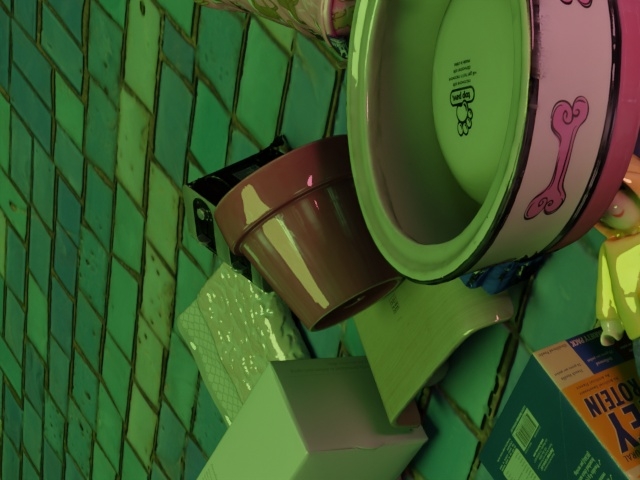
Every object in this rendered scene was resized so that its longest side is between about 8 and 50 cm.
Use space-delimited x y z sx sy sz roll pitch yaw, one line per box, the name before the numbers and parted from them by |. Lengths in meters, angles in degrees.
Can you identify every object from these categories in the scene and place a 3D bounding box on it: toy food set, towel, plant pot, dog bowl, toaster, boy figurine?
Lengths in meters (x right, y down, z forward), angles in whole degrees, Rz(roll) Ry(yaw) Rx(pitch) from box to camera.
toy food set | 0.130 0.071 1.928 0.306 0.092 0.220 -58 45 53
towel | -0.098 0.200 2.407 0.332 0.053 0.317 64 150 11
plant pot | 0.000 0.000 1.876 0.180 0.201 0.201 60 149 13
dog bowl | 0.169 -0.160 1.551 0.408 0.150 0.408 -179 90 -68
toaster | -0.070 -0.034 2.115 0.168 0.185 0.110 35 138 36
boy figurine | 0.331 0.044 1.530 0.177 0.092 0.285 -22 82 51

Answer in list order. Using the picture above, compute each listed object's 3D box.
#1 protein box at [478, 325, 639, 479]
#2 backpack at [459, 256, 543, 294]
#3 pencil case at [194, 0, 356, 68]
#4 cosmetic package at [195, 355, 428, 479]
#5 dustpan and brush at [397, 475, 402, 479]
protein box | 0.299 0.230 1.656 0.201 0.136 0.200 54 146 29
backpack | 0.199 -0.004 1.735 0.098 0.101 0.120 54 146 17
pencil case | -0.029 -0.322 1.892 0.386 0.160 0.167 31 100 50
cosmetic package | -0.034 0.327 2.137 0.366 0.196 0.155 -59 44 37
dustpan and brush | 0.083 0.374 2.184 0.211 0.060 0.147 59 148 23
